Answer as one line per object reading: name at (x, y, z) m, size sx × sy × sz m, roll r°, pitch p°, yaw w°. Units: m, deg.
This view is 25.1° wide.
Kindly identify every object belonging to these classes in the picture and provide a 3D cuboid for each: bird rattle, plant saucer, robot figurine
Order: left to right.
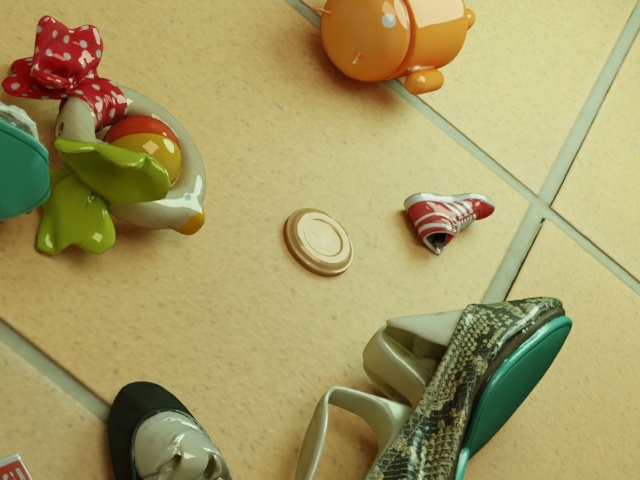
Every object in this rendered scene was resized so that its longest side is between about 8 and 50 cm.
bird rattle at (-0.208, -0.091, 1.408) m, size 0.207 × 0.143 × 0.253 m, roll 22°, pitch 32°, yaw -37°
plant saucer at (0.000, 0.000, 1.533) m, size 0.083 × 0.013 × 0.083 m, roll 20°, pitch 46°, yaw -22°
robot figurine at (0.090, -0.256, 1.722) m, size 0.219 × 0.128 × 0.158 m, roll -17°, pitch 111°, yaw -44°

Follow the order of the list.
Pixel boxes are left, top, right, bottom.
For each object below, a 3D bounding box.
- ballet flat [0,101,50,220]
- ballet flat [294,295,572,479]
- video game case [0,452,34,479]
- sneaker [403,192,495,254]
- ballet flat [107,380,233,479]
ballet flat at (-0.427, -0.095, 1.207) m, size 0.408 × 0.147 × 0.147 m, roll 1°, pitch 56°, yaw -34°
ballet flat at (0.090, 0.175, 1.373) m, size 0.182 × 0.164 × 0.483 m, roll 26°, pitch 43°, yaw 12°
video game case at (-0.246, 0.317, 1.085) m, size 0.204 × 0.025 × 0.285 m, roll -19°, pitch 70°, yaw -44°
sneaker at (0.155, -0.019, 1.642) m, size 0.118 × 0.042 × 0.067 m, roll 0°, pitch 53°, yaw -28°
ballet flat at (-0.114, 0.226, 1.204) m, size 0.095 × 0.096 × 0.280 m, roll 9°, pitch 52°, yaw -31°
